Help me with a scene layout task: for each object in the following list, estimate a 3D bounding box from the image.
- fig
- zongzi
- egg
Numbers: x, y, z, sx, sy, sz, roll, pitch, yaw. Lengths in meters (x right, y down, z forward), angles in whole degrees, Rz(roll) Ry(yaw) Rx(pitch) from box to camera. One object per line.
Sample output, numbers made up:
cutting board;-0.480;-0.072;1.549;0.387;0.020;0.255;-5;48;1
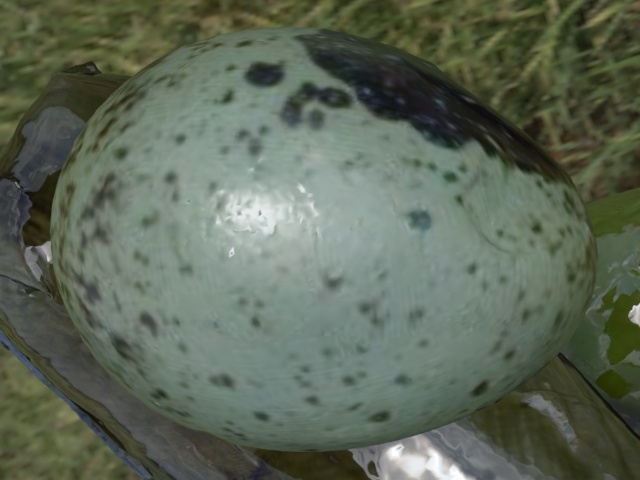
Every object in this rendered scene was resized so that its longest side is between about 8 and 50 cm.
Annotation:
fig;0.244;0.064;1.411;0.230;0.207;0.207;-31;85;47
zongzi;0.022;0.077;0.849;0.356;0.174;0.393;42;172;-25
egg;0.000;0.000;0.386;0.110;0.085;0.085;3;107;21
